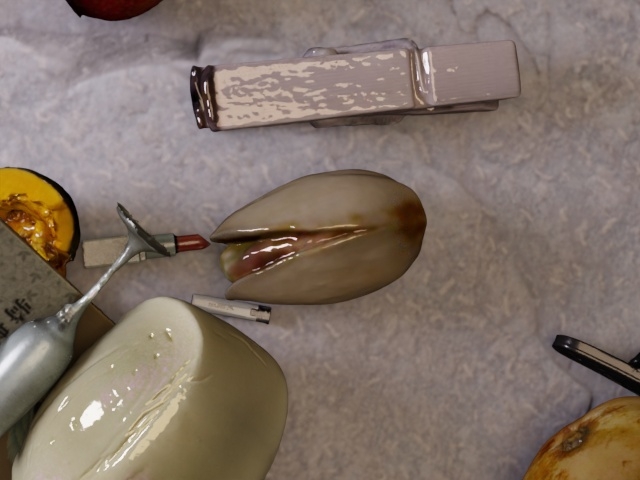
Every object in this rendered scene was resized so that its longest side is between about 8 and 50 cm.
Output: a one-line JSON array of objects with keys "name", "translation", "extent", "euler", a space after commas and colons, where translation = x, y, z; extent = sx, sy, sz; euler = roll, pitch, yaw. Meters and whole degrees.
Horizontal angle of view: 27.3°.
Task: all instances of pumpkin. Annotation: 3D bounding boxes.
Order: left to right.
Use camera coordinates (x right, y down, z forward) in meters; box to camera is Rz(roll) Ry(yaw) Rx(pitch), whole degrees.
[{"name": "pumpkin", "translation": [-0.301, 0.011, 1.287], "extent": [0.119, 0.107, 0.183], "euler": [29, 101, -5]}]

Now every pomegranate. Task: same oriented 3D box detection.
[{"name": "pomegranate", "translation": [0.338, 0.294, 1.331], "extent": [0.270, 0.229, 0.252], "euler": [43, 84, -12]}]

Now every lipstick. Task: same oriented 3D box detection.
[{"name": "lipstick", "translation": [-0.177, 0.007, 1.346], "extent": [0.129, 0.030, 0.030], "euler": [-6, 90, -10]}]

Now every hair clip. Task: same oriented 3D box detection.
[{"name": "hair clip", "translation": [0.036, -0.160, 1.352], "extent": [0.331, 0.101, 0.085], "euler": [-7, 86, -11]}]

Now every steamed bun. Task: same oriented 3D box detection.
[{"name": "steamed bun", "translation": [-0.153, 0.187, 1.251], "extent": [0.250, 0.155, 0.200], "euler": [-52, 140, -1]}]

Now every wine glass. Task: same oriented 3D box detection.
[{"name": "wine glass", "translation": [-0.246, 0.087, 1.210], "extent": [0.074, 0.074, 0.262], "euler": [42, 90, -7]}]

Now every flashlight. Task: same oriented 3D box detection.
[{"name": "flashlight", "translation": [-0.093, 0.071, 1.365], "extent": [0.083, 0.018, 0.018], "euler": [11, 86, -9]}]

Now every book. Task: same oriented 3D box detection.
[{"name": "book", "translation": [-0.306, 0.121, 1.243], "extent": [0.217, 0.021, 0.310], "euler": [-45, 129, -5]}]

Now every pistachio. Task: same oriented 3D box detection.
[{"name": "pistachio", "translation": [0.000, 0.000, 1.321], "extent": [0.215, 0.144, 0.143], "euler": [-16, 92, -2]}]

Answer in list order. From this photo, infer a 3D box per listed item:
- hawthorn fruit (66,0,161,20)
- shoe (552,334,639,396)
[{"name": "hawthorn fruit", "translation": [-0.185, -0.327, 1.288], "extent": [0.189, 0.189, 0.251], "euler": [49, 63, -6]}, {"name": "shoe", "translation": [0.337, 0.131, 1.414], "extent": [0.179, 0.071, 0.049], "euler": [27, 81, -4]}]
